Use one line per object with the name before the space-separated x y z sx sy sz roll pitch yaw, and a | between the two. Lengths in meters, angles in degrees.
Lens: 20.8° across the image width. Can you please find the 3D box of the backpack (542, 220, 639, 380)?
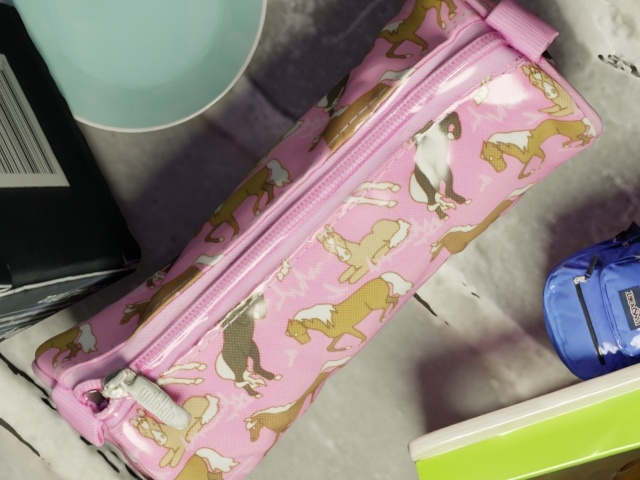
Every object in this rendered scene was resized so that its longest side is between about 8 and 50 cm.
backpack | 0.203 0.038 1.127 0.120 0.101 0.098 -17 82 8

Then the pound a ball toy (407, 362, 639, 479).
pound a ball toy | 0.197 0.201 1.099 0.319 0.136 0.208 -21 65 9

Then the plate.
plate | -0.128 -0.168 1.200 0.188 0.024 0.188 0 90 6

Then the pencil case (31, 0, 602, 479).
pencil case | 0.000 0.000 1.110 0.386 0.167 0.160 -44 117 3

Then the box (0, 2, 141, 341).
box | -0.359 0.020 1.084 0.395 0.293 0.212 -27 88 10
